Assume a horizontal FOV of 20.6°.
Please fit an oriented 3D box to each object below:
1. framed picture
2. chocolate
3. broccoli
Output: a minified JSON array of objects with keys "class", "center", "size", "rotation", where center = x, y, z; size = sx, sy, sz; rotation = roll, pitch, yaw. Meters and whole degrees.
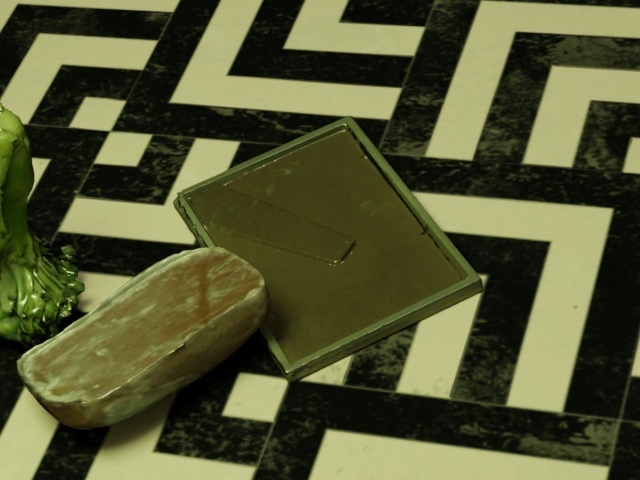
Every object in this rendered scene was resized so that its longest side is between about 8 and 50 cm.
[{"class":"framed picture","center":[0.000,0.000,1.891],"size":[0.232,0.024,0.315],"rotation":[-24,47,-11]},{"class":"chocolate","center":[-0.171,0.112,1.782],"size":[0.254,0.080,0.157],"rotation":[-33,33,-18]},{"class":"broccoli","center":[-0.325,-0.020,1.794],"size":[0.165,0.304,0.145],"rotation":[16,49,7]}]
